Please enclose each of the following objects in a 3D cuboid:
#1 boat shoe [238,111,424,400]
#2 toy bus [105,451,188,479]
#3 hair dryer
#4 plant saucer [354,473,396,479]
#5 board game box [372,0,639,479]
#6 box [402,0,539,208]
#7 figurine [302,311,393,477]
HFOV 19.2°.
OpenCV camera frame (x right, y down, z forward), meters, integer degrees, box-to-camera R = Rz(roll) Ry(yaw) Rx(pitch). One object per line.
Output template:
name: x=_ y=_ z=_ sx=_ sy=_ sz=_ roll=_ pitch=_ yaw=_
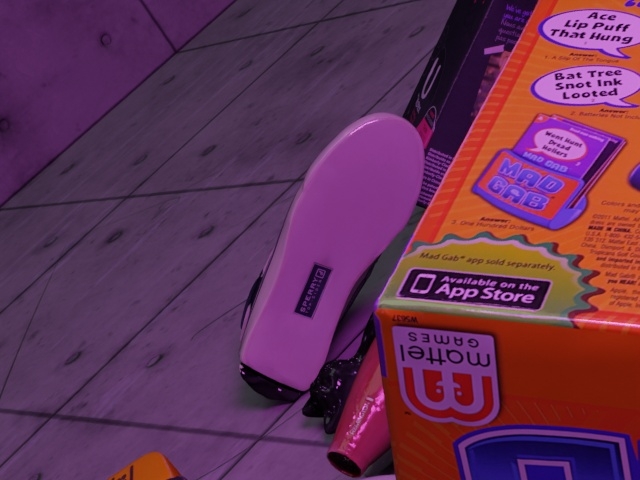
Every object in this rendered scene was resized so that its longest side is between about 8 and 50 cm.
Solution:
boat shoe: x=0.000 y=0.000 z=2.101 sx=0.341 sy=0.127 sz=0.158 roll=-61 pitch=13 yaw=11
toy bus: x=-0.131 y=0.292 z=1.514 sx=0.130 sy=0.108 sz=0.333 roll=-33 pitch=20 yaw=6
hair dryer: x=0.136 y=0.122 z=1.652 sx=0.293 sy=0.080 sz=0.224 roll=-23 pitch=42 yaw=-4
plant saucer: x=-0.020 y=0.355 z=1.503 sx=0.400 sy=0.100 sz=0.400 roll=-30 pitch=19 yaw=12
board game box: x=0.270 y=0.093 z=1.100 sx=0.356 sy=0.356 sz=0.356 roll=5 pitch=36 yaw=21
box: x=0.195 y=-0.165 z=2.117 sx=0.165 sy=0.143 sz=0.270 roll=-100 pitch=33 yaw=-68
figurine: x=0.084 y=0.133 z=1.894 sx=0.209 sy=0.092 sz=0.215 roll=-43 pitch=21 yaw=-2
